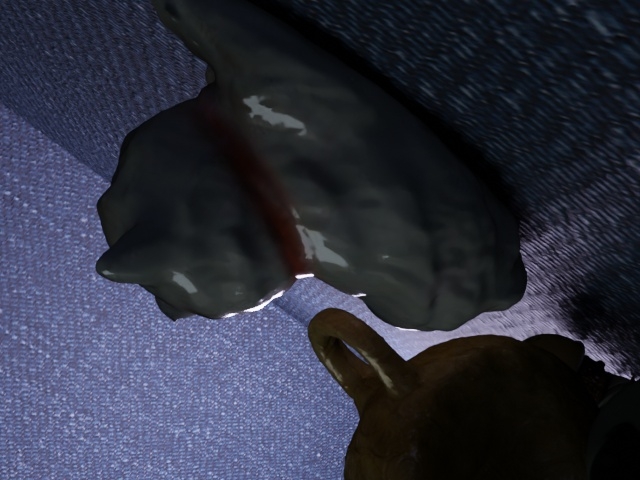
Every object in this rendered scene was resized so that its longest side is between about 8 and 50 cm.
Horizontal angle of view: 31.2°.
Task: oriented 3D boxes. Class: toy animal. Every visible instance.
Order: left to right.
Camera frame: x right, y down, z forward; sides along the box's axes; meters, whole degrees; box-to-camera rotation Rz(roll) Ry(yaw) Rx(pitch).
[{"bbox_3d":[0.000,0.000,0.757,0.266,0.188,0.308,22,166,14],"label":"toy animal"}]

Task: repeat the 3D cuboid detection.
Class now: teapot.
[{"bbox_3d":[0.098,0.166,0.870,0.311,0.203,0.167,45,161,-11],"label":"teapot"}]

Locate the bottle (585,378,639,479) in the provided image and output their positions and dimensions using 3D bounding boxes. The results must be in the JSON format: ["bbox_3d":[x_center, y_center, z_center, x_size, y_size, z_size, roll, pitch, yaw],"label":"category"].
[{"bbox_3d":[0.315,0.214,0.829,0.347,0.168,0.168,40,169,-36],"label":"bottle"}]

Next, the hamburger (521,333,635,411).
[{"bbox_3d":[0.195,0.161,0.998,0.137,0.175,0.175,40,172,-5],"label":"hamburger"}]
